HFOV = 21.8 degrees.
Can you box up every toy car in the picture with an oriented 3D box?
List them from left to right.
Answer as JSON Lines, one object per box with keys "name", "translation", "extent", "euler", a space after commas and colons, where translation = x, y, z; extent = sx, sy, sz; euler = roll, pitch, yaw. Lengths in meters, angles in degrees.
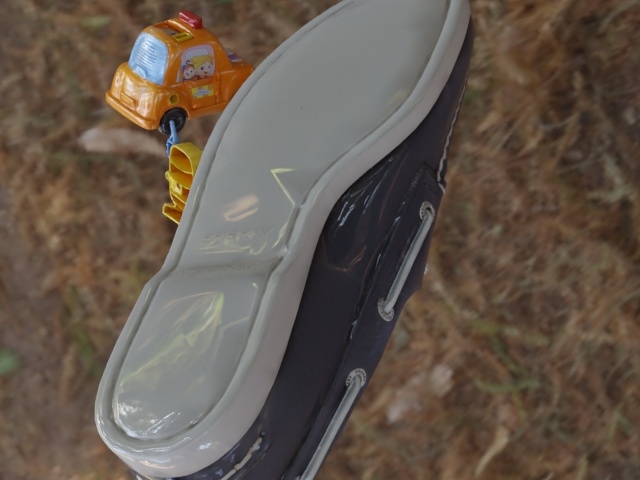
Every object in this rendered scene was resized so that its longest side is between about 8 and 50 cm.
{"name": "toy car", "translation": [-0.039, -0.049, 0.599], "extent": [0.122, 0.060, 0.040], "euler": [-126, 33, -55]}

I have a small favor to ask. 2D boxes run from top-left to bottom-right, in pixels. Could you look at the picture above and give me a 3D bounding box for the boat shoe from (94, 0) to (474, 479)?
{"name": "boat shoe", "translation": [0.000, 0.000, 0.526], "extent": [0.075, 0.206, 0.065], "euler": [2, 140, 36]}
